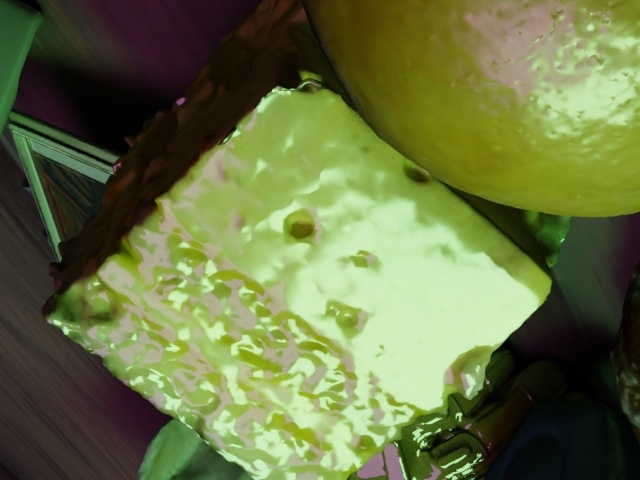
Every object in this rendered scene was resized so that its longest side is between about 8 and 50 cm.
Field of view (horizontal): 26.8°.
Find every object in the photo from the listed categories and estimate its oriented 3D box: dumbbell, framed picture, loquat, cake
[{"bbox_3d":[0.282,0.246,1.039,0.316,0.156,0.143,29,135,-19],"label":"dumbbell"},{"bbox_3d":[-0.148,0.031,1.096,0.216,0.016,0.273,22,141,29],"label":"framed picture"},{"bbox_3d":[0.121,-0.138,0.602,0.263,0.263,0.263,20,146,15],"label":"loquat"},{"bbox_3d":[0.010,-0.030,0.830,0.227,0.222,0.286,39,112,-20],"label":"cake"}]

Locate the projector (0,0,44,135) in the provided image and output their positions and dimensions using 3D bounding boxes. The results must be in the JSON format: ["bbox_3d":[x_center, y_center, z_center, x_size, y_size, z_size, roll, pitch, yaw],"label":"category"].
[{"bbox_3d":[-0.331,-0.118,1.010,0.177,0.242,0.163,27,150,-28],"label":"projector"}]

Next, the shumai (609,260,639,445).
[{"bbox_3d":[0.327,0.191,0.809,0.395,0.348,0.395,21,151,12],"label":"shumai"}]

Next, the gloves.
[{"bbox_3d":[0.072,0.162,1.145,0.331,0.141,0.154,12,142,25],"label":"gloves"}]

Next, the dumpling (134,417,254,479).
[{"bbox_3d":[-0.070,0.306,1.374,0.243,0.226,0.175,14,147,10],"label":"dumpling"}]

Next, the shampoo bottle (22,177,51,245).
[{"bbox_3d":[-0.185,0.014,1.211,0.072,0.072,0.214,-6,132,42],"label":"shampoo bottle"}]
